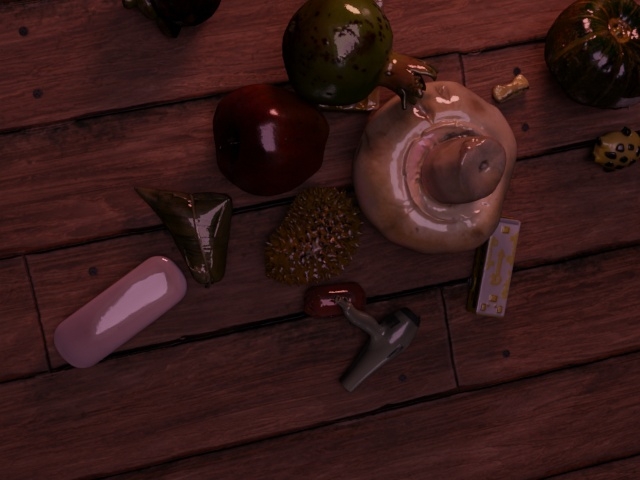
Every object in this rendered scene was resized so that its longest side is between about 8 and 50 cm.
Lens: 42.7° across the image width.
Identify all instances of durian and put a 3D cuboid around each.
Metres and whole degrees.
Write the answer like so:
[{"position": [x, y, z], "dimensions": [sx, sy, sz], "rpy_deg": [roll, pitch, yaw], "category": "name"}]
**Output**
[{"position": [-0.003, -0.004, 1.713], "dimensions": [0.183, 0.138, 0.250], "rpy_deg": [33, 83, -3], "category": "durian"}]

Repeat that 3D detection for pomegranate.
[{"position": [0.057, -0.337, 1.570], "dimensions": [0.231, 0.231, 0.286], "rpy_deg": [-46, 102, -3], "category": "pomegranate"}]

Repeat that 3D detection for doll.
[{"position": [0.744, -0.198, 1.844], "dimensions": [0.291, 0.086, 0.117], "rpy_deg": [2, 135, -12], "category": "doll"}]

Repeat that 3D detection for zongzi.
[{"position": [-0.290, -0.004, 1.679], "dimensions": [0.204, 0.094, 0.205], "rpy_deg": [6, 95, -6], "category": "zongzi"}]

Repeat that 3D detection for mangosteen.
[{"position": [-0.279, -0.492, 1.611], "dimensions": [0.172, 0.184, 0.172], "rpy_deg": [20, 48, -24], "category": "mangosteen"}]

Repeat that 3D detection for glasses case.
[{"position": [-0.409, 0.145, 1.680], "dimensions": [0.297, 0.075, 0.113], "rpy_deg": [-36, 99, -6], "category": "glasses case"}]

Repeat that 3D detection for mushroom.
[{"position": [0.259, -0.134, 1.671], "dimensions": [0.353, 0.353, 0.325], "rpy_deg": [-37, 131, -5], "category": "mushroom"}]

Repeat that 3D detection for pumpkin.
[{"position": [0.594, -0.398, 1.754], "dimensions": [0.260, 0.189, 0.260], "rpy_deg": [8, 66, -18], "category": "pumpkin"}]

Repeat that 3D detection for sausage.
[{"position": [0.032, 0.129, 1.758], "dimensions": [0.141, 0.076, 0.076], "rpy_deg": [-4, 96, -9], "category": "sausage"}]

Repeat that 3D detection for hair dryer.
[{"position": [0.086, 0.229, 1.755], "dimensions": [0.225, 0.088, 0.219], "rpy_deg": [14, 110, -32], "category": "hair dryer"}]

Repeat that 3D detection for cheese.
[{"position": [0.418, -0.335, 1.801], "dimensions": [0.083, 0.030, 0.044], "rpy_deg": [-24, 78, -2], "category": "cheese"}]

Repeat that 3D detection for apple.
[{"position": [-0.102, -0.198, 1.637], "dimensions": [0.234, 0.234, 0.234], "rpy_deg": [-1, 96, -10], "category": "apple"}]

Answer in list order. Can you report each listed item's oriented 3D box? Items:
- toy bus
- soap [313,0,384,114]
[{"position": [0.379, 0.055, 1.809], "dimensions": [0.081, 0.074, 0.226], "rpy_deg": [10, 95, -10], "category": "toy bus"}, {"position": [0.057, -0.383, 1.711], "dimensions": [0.135, 0.076, 0.233], "rpy_deg": [1, 94, -10], "category": "soap"}]
